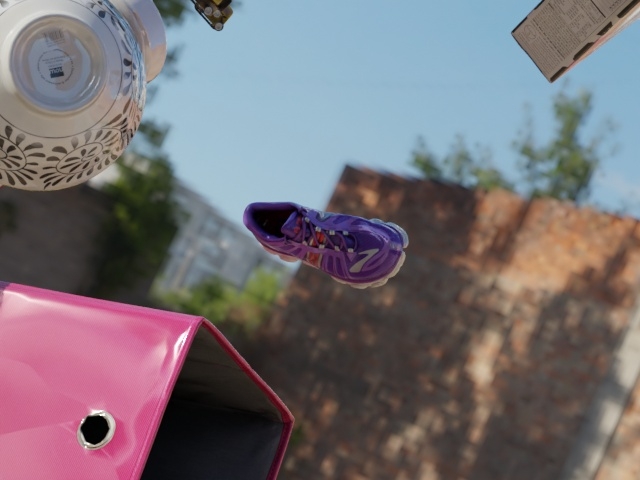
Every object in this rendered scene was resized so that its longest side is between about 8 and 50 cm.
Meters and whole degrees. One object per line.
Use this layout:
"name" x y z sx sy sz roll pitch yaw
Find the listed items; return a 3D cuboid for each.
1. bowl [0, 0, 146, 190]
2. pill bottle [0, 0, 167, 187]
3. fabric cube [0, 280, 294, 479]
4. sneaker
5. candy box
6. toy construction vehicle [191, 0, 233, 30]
"bowl" -0.200 -0.124 1.337 0.170 0.170 0.080 27 -13 -17
"pill bottle" -0.395 -0.212 2.381 0.229 0.229 0.408 21 36 29
"fabric cube" -0.214 0.209 1.697 0.258 0.254 0.259 9 -24 25
"sneaker" 0.000 0.000 1.697 0.170 0.068 0.071 10 -9 28
"candy box" 0.300 -0.260 1.728 0.071 0.159 0.233 52 -31 3
"toy construction vehicle" -0.109 -0.230 1.607 0.098 0.035 0.086 48 0 -12
